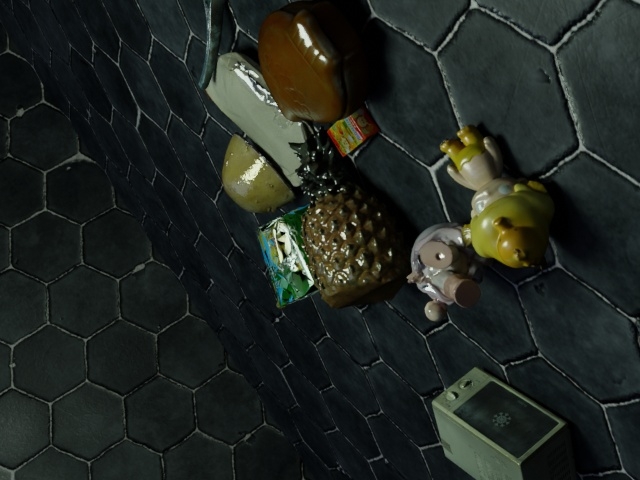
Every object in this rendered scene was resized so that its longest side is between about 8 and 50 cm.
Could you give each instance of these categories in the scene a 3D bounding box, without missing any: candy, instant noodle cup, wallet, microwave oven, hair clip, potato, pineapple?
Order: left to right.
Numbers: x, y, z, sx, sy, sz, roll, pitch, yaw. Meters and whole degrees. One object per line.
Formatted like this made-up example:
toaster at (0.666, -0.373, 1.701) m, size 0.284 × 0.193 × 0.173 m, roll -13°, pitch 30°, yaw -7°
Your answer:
hair clip at (-0.232, -0.421, 1.959) m, size 0.070 × 0.039 × 0.230 m, roll 36°, pitch 126°, yaw 41°
potato at (-0.162, -0.135, 2.144) m, size 0.202 × 0.117 × 0.182 m, roll 49°, pitch 176°, yaw -22°
wallet at (-0.128, -0.273, 2.027) m, size 0.335 × 0.068 × 0.275 m, roll 49°, pitch 162°, yaw 2°
instant noodle cup at (-0.023, 0.022, 2.018) m, size 0.178 × 0.240 × 0.240 m, roll 66°, pitch 158°, yaw 3°
pineapple at (0.046, -0.052, 1.842) m, size 0.202 × 0.201 × 0.362 m, roll 129°, pitch 124°, yaw -67°
candy at (0.060, -0.205, 1.750) m, size 0.062 × 0.038 × 0.122 m, roll 57°, pitch 158°, yaw -1°
microwave oven at (0.357, 0.389, 1.806) m, size 0.240 × 0.145 × 0.194 m, roll 30°, pitch 148°, yaw 48°

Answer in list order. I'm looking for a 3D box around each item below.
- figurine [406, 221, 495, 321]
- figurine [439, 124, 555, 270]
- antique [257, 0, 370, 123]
figurine at (0.212, 0.038, 1.552) m, size 0.133 × 0.200 × 0.276 m, roll 29°, pitch -172°, yaw 5°
figurine at (0.269, -0.060, 1.422) m, size 0.156 × 0.131 × 0.246 m, roll -35°, pitch 69°, yaw 29°
antique at (-0.008, -0.309, 1.628) m, size 0.224 × 0.129 × 0.278 m, roll 53°, pitch 158°, yaw 9°
